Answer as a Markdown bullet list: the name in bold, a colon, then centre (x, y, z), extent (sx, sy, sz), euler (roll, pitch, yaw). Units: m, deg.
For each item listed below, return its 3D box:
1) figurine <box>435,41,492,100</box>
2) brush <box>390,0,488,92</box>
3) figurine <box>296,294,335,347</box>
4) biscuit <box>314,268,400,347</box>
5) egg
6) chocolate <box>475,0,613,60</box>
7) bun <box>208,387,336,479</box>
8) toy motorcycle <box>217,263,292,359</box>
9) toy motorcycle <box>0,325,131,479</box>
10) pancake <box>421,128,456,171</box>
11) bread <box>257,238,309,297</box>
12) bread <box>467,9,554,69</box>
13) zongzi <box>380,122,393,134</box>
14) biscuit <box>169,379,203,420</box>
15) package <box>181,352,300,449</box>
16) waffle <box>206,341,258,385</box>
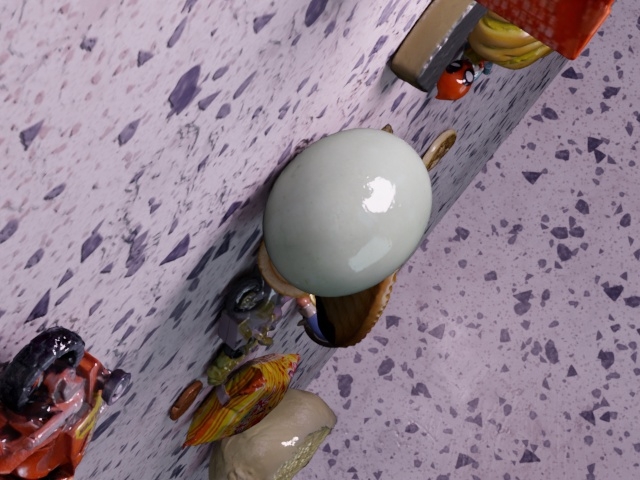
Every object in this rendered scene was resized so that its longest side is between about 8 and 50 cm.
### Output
- **figurine**: centre (0.259, -0.307, 1.886), extent (0.140, 0.068, 0.075), euler (-44, 172, -12)
- **brush**: centre (0.183, -0.309, 1.515), extent (0.197, 0.059, 0.123), euler (-53, 169, 8)
- **figurine**: centre (0.030, 0.151, 2.260), extent (0.275, 0.161, 0.158), euler (87, 5, -79)
- **biscuit**: centre (0.064, 0.018, 1.691), extent (0.318, 0.040, 0.318), euler (-167, -90, -70)
- **egg**: centre (0.037, -0.040, 1.386), extent (0.282, 0.203, 0.203), euler (-49, 171, -44)
- **chocolate**: centre (0.223, -0.337, 1.058), extent (0.108, 0.237, 0.235), euler (-49, 169, -26)
- **bun**: centre (-0.139, 0.502, 2.583), extent (0.364, 0.202, 0.364), euler (-43, 167, -12)
- **toy motorcycle**: centre (-0.096, 0.101, 1.666), extent (0.152, 0.073, 0.225), euler (-39, 158, -25)
- **toy motorcycle**: centre (-0.274, 0.178, 1.049), extent (0.171, 0.089, 0.298), euler (-49, 170, -14)
- **pancake**: centre (0.265, -0.197, 2.428), extent (0.158, 0.028, 0.158), euler (-47, 170, -11)
- **bread**: centre (-0.020, 0.013, 1.557), extent (0.149, 0.122, 0.073), euler (-53, 174, 11)
- **bread**: centre (0.372, -0.420, 1.702), extent (0.333, 0.160, 0.333), euler (-49, 169, -13)
- **zongzi**: centre (0.092, -0.145, 1.748), extent (0.083, 0.073, 0.067), euler (63, 39, -41)
- **biscuit**: centre (-0.241, 0.283, 1.838), extent (0.078, 0.015, 0.091), euler (-35, 161, -56)
- **package**: centre (-0.158, 0.315, 2.101), extent (0.223, 0.108, 0.288), euler (-48, 164, 11)
- **waffle**: centre (-0.144, 0.191, 1.898), extent (0.183, 0.036, 0.169), euler (-48, 173, -10)
